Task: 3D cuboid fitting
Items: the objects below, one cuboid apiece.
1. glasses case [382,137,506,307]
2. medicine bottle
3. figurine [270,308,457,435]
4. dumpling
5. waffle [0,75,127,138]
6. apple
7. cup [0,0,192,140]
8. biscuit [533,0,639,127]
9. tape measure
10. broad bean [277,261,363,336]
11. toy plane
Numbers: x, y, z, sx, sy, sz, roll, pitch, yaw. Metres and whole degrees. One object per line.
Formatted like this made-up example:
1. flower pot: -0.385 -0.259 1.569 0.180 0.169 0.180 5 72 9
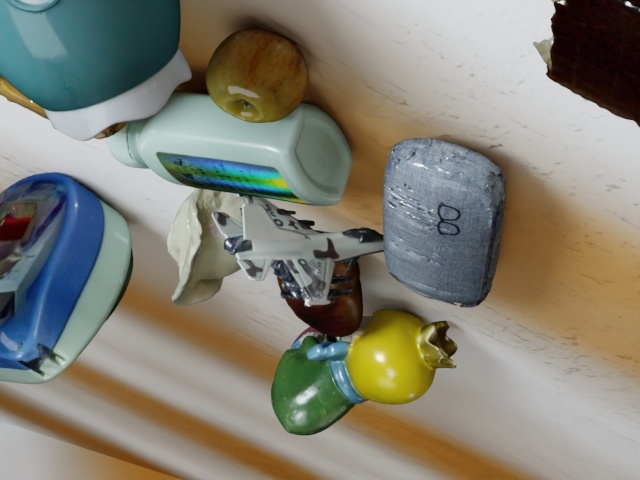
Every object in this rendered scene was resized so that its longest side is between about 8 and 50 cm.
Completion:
1. glasses case: 0.113 -0.011 1.129 0.109 0.067 0.282 21 157 12
2. medicine bottle: -0.093 -0.089 1.130 0.228 0.083 0.121 8 164 31
3. figurine: 0.058 0.140 1.482 0.234 0.185 0.127 -37 100 22
4. dumpling: -0.122 0.013 1.326 0.100 0.134 0.169 27 161 -10
5. waffle: -0.292 -0.219 1.024 0.327 0.098 0.224 27 157 -5
6. apple: -0.053 -0.134 1.005 0.084 0.071 0.084 20 159 8
7. cup: -0.172 -0.169 0.847 0.299 0.167 0.173 -19 118 7
8. biscuit: 0.242 -0.096 0.704 0.252 0.070 0.106 33 156 25
9. tape measure: -0.354 0.050 1.477 0.259 0.262 0.138 0 142 46
10. broad bean: 0.002 0.057 1.369 0.114 0.084 0.165 54 169 23
11. toy plane: -0.013 0.011 1.199 0.234 0.082 0.160 13 -146 -47
